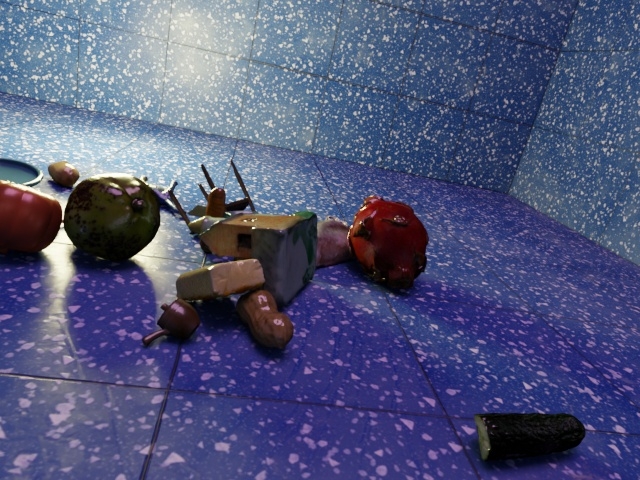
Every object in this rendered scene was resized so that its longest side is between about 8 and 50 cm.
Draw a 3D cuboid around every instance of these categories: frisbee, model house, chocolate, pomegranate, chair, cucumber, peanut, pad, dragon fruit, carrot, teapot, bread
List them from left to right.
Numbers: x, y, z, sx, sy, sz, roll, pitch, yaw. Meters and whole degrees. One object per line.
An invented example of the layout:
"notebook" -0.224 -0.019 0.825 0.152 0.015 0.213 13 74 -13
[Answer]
"frisbee" -0.992 -0.186 1.390 0.289 0.049 0.290 11 23 -5
"peanut" -0.862 -0.227 1.560 0.152 0.076 0.076 30 25 35
"pomegranate" -0.527 -0.073 1.144 0.276 0.204 0.221 27 16 31
"teapot" -0.288 0.168 0.891 0.080 0.085 0.110 37 52 2
"carrot" -0.293 -0.057 1.290 0.060 0.186 0.060 14 13 -3
"bread" -0.218 0.089 1.001 0.125 0.068 0.188 -7 -5 -40
"pad" -0.348 -0.088 1.605 0.193 0.004 0.116 13 19 -1
"chair" -0.301 -0.082 1.417 0.272 0.166 0.188 59 26 0
"model house" -0.195 0.018 1.193 0.324 0.194 0.267 8 15 16
"peanut" -0.114 0.158 0.958 0.089 0.089 0.192 -1 24 -35
"chocolate" 0.000 0.000 1.467 0.185 0.101 0.303 30 29 32
"dragon fruit" 0.203 -0.001 1.399 0.250 0.251 0.315 15 43 6
"cucumber" 0.366 0.336 0.806 0.241 0.075 0.074 7 20 -21

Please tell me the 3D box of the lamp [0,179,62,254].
"lamp" -0.688 -0.046 1.047 0.187 0.164 0.187 19 -5 2

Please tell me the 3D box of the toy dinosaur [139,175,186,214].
"toy dinosaur" -0.564 -0.149 1.550 0.247 0.075 0.188 14 26 -17

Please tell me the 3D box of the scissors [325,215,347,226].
"scissors" 0.021 -0.064 1.767 0.100 0.015 0.188 31 27 36
